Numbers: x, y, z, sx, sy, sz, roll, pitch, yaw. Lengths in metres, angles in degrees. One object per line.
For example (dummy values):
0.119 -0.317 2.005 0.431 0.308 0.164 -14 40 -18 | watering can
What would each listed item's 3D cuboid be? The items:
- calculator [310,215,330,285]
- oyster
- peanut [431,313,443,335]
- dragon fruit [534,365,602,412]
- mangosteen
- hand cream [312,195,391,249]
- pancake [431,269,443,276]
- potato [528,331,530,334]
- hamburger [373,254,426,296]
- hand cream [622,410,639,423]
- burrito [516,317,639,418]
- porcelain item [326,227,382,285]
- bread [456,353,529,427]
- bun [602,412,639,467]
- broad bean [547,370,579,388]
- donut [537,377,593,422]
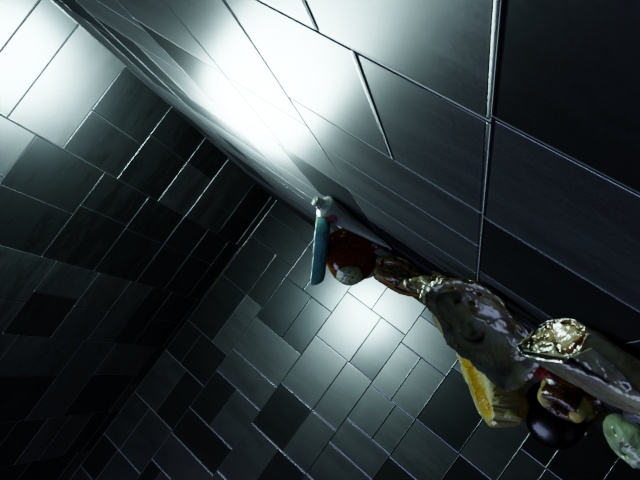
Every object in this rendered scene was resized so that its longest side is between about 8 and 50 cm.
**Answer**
0.000 0.000 1.874 0.054 0.257 0.386 5 -160 -2 | calculator
0.399 0.187 1.290 0.396 0.204 0.111 45 -142 14 | oyster
0.479 0.283 1.657 0.291 0.159 0.143 37 149 -6 | peanut
0.700 0.391 1.455 0.282 0.100 0.343 32 179 0 | dragon fruit
0.933 0.660 1.956 0.301 0.275 0.275 -3 163 19 | mangosteen
0.102 -0.056 1.762 0.340 0.078 0.124 32 180 -32 | hand cream
0.390 0.125 1.622 0.108 0.017 0.108 39 180 0 | pancake
0.566 0.264 1.478 0.083 0.040 0.051 35 172 16 | potato
0.300 0.139 1.934 0.230 0.107 0.231 23 164 7 | hamburger
0.833 0.451 1.321 0.067 0.043 0.210 34 172 17 | hand cream
0.516 0.237 0.913 0.347 0.107 0.175 33 161 37 | burrito
0.142 0.055 2.028 0.252 0.253 0.253 36 178 1 | porcelain item
0.670 0.524 1.996 0.236 0.182 0.389 107 155 -64 | bread
1.052 0.685 1.724 0.203 0.127 0.212 39 179 -7 | bun
0.577 0.285 1.186 0.114 0.084 0.165 41 175 30 | broad bean
0.645 0.427 1.360 0.140 0.059 0.140 37 159 17 | donut
